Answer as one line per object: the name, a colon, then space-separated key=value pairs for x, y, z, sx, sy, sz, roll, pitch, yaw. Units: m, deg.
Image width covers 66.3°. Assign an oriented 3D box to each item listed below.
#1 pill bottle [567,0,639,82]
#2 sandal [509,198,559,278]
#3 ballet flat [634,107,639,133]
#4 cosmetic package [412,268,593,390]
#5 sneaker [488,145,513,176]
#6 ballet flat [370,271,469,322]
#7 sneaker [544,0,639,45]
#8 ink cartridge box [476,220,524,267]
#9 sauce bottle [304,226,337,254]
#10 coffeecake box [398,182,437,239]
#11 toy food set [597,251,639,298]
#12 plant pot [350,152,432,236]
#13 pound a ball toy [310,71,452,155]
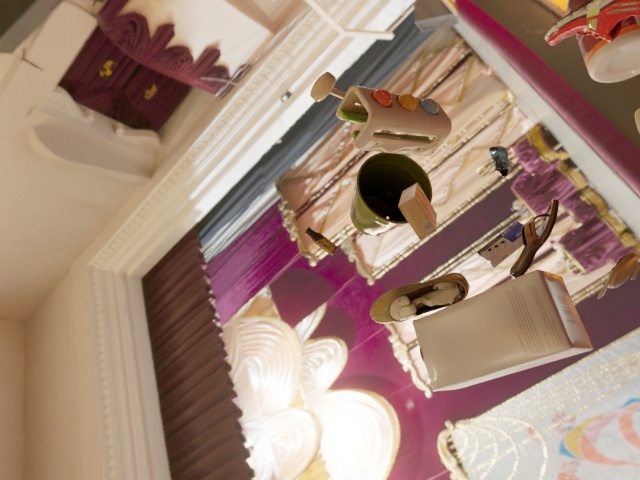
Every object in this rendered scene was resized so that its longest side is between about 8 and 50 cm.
pill bottle: x=0.936 y=-0.735 z=1.579 sx=0.224 sy=0.224 sz=0.392 roll=20 pitch=-122 yaw=-49
sandal: x=0.524 y=-0.009 z=1.220 sx=0.060 sy=0.219 sz=0.090 roll=30 pitch=-163 yaw=10
ballet flat: x=0.990 y=-0.282 z=1.403 sx=0.248 sy=0.086 sz=0.086 roll=52 pitch=-157 yaw=18
cosmetic package: x=0.435 y=0.233 z=1.219 sx=0.155 sy=0.366 sz=0.196 roll=13 pitch=-123 yaw=-43
sneaker: x=0.716 y=-0.312 z=1.942 sx=0.162 sy=0.063 sz=0.073 roll=39 pitch=-120 yaw=-35
ballet flat: x=0.334 y=0.203 z=1.646 sx=0.123 sy=0.349 sz=0.123 roll=-20 pitch=-90 yaw=-85
sneaker: x=0.714 y=-0.561 z=1.268 sx=0.107 sy=0.279 sz=0.118 roll=-35 pitch=-79 yaw=-25
ink cartridge box: x=0.731 y=0.015 z=1.937 sx=0.046 sy=0.207 sz=0.097 roll=52 pitch=180 yaw=-25
sauce bottle: x=0.000 y=0.000 z=1.698 sx=0.128 sy=0.042 sz=0.042 roll=37 pitch=-155 yaw=-12
coffeecake box: x=0.343 y=-0.105 z=1.710 sx=0.142 sy=0.068 sz=0.185 roll=55 pitch=-157 yaw=-10
toy food set: x=0.872 y=0.088 z=1.431 sx=0.192 sy=0.132 sz=0.038 roll=-18 pitch=-140 yaw=-27
plant pot: x=0.304 y=-0.184 z=2.395 sx=0.367 sy=0.353 sz=0.366 roll=4 pitch=-111 yaw=-12
pound a ball toy: x=0.160 y=-0.342 z=1.246 sx=0.319 sy=0.135 sz=0.208 roll=-1 pitch=-127 yaw=-34
